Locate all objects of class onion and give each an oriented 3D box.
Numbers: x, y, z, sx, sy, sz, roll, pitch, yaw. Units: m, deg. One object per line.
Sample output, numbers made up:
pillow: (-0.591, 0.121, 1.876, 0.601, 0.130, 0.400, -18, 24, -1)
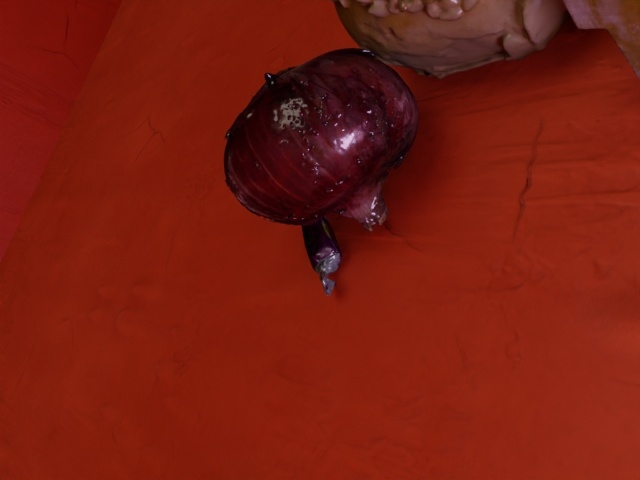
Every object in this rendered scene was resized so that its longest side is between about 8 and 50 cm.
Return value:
onion: (0.009, -0.108, 0.774, 0.252, 0.219, 0.252, -29, 8, 5)

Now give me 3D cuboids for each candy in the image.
candy: (0.000, 0.000, 0.834, 0.043, 0.045, 0.175, -31, 45, 15)

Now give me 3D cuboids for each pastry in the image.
pastry: (0.165, -0.380, 0.723, 0.409, 0.245, 0.410, -26, 51, 37)

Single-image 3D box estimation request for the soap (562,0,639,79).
soap: (0.302, -0.296, 0.495, 0.143, 0.259, 0.281, 13, 76, 49)
